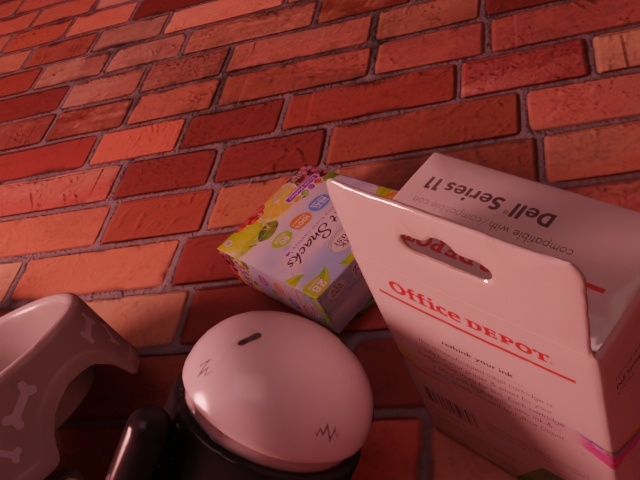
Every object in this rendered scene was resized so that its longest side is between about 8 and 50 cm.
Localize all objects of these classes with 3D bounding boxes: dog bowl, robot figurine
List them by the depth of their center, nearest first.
[{"bbox_3d":[-0.065,0.195,0.640,0.173,0.278,0.209,25,18,9],"label":"robot figurine"},{"bbox_3d":[-0.374,0.183,0.803,0.348,0.102,0.349,-26,18,9],"label":"dog bowl"}]

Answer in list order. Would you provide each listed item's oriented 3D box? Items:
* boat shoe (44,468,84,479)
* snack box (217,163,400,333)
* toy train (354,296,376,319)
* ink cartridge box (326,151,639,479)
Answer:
[{"bbox_3d":[-0.256,0.279,0.691,0.355,0.132,0.130,7,52,47],"label":"boat shoe"},{"bbox_3d":[0.000,0.000,0.907,0.207,0.070,0.174,22,61,46],"label":"snack box"},{"bbox_3d":[0.042,0.078,0.864,0.083,0.017,0.024,-34,53,-8],"label":"toy train"},{"bbox_3d":[0.158,0.064,0.571,0.207,0.354,0.119,24,63,40],"label":"ink cartridge box"}]
